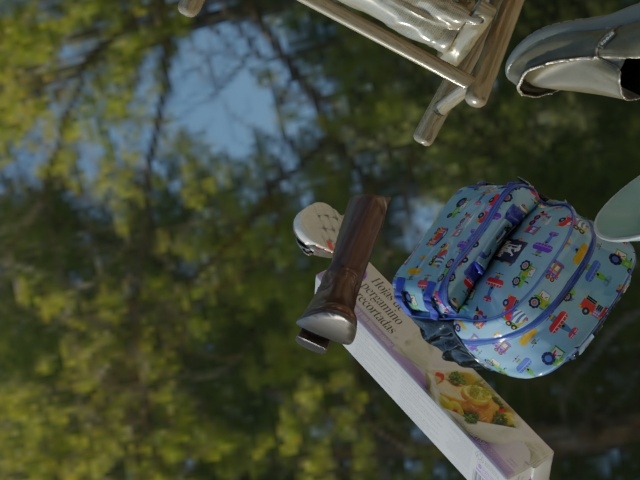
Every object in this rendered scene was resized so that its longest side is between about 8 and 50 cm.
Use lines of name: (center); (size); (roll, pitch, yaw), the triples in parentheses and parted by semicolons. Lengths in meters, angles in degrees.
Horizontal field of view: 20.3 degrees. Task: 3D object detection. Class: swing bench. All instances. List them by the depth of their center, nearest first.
swing bench: (0.055, -0.258, 1.486); (0.253, 0.165, 0.255); (27, -104, -8)

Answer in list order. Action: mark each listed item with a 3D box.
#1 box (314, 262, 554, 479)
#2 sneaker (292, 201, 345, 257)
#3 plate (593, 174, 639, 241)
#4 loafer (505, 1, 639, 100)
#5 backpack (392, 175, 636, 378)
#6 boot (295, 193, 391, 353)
box: (0.110, 0.141, 1.820); (0.063, 0.324, 0.067); (-25, -39, -26)
sneaker: (0.000, 0.000, 1.959); (0.158, 0.065, 0.061); (11, -121, -64)
plate: (0.291, -0.043, 1.324); (0.024, 0.188, 0.188); (59, -150, -12)
loafer: (0.308, -0.193, 1.924); (0.094, 0.251, 0.087); (12, -111, -47)
backpack: (0.162, 0.031, 1.446); (0.117, 0.173, 0.158); (43, -103, -21)
boot: (0.021, 0.012, 1.163); (0.037, 0.106, 0.114); (27, -105, -8)
